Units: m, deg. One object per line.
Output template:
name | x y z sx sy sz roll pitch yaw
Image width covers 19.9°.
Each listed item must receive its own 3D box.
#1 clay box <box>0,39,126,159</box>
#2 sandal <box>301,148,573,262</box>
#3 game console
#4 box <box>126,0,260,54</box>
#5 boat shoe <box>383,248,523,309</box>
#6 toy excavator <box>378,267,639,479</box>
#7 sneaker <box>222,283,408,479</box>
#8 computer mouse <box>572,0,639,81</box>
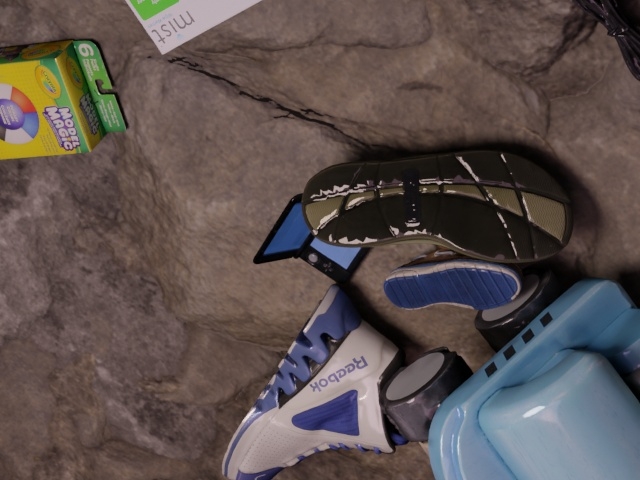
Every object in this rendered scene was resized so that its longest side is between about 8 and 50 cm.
clay box | -0.350 -0.164 2.161 0.222 0.053 0.127 -3 121 27
sandal | 0.131 -0.041 2.008 0.302 0.086 0.120 5 89 18
game console | 0.000 0.000 2.103 0.107 0.071 0.122 34 130 0
box | -0.110 -0.357 1.880 0.262 0.127 0.231 -23 109 33
boat shoe | 0.155 0.033 2.045 0.183 0.066 0.066 -2 126 40
toy excavator | 0.335 0.153 1.897 0.222 0.433 0.445 54 167 -15
sneaker | 0.014 0.216 2.207 0.182 0.127 0.315 33 127 3
computer mouse | 0.366 -0.266 1.772 0.184 0.060 0.262 44 140 -14
